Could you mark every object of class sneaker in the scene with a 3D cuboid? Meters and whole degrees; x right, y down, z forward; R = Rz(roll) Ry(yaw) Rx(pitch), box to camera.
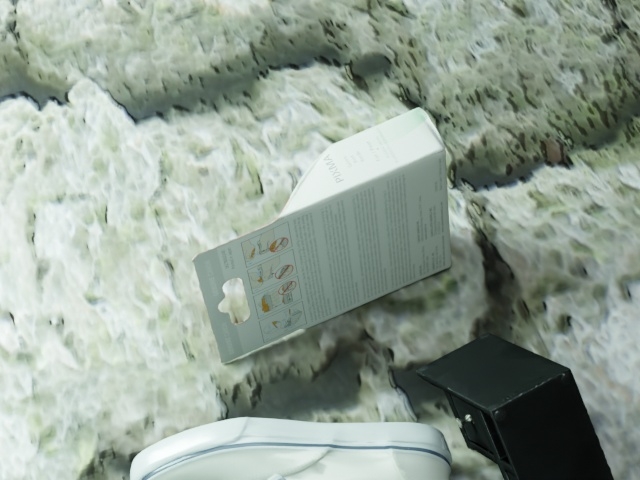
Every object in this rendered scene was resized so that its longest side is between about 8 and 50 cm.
[{"bbox_3d":[-0.022,0.197,1.271,0.258,0.094,0.091,-4,52,0],"label":"sneaker"}]

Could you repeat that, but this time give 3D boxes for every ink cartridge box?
[{"bbox_3d":[0.000,0.000,1.348,0.225,0.181,0.056,-22,57,-8],"label":"ink cartridge box"}]

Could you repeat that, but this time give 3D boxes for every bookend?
[{"bbox_3d":[0.161,0.169,1.279,0.072,0.156,0.157,-26,15,-13],"label":"bookend"}]

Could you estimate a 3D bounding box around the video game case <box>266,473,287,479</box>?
[{"bbox_3d":[-0.049,0.272,1.146,0.190,0.022,0.173,-32,53,-26],"label":"video game case"}]
